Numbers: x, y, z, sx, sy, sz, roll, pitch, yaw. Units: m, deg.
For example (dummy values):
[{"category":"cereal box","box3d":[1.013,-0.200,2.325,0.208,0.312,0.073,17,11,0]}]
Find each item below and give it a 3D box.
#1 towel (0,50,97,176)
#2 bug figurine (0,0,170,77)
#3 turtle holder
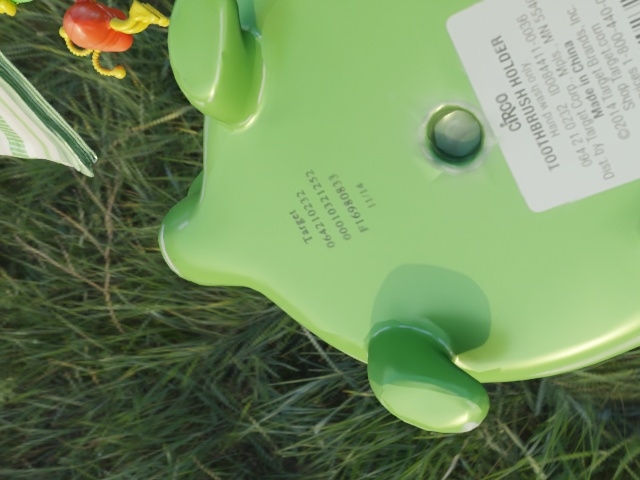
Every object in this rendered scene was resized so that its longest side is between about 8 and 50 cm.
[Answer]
[{"category":"towel","box3d":[-0.461,-0.183,1.092,0.324,0.248,0.038,14,64,33]},{"category":"bug figurine","box3d":[-0.255,-0.222,0.620,0.279,0.216,0.072,38,99,3]},{"category":"turtle holder","box3d":[0.070,-0.047,0.427,0.243,0.227,0.320,37,121,6]}]
